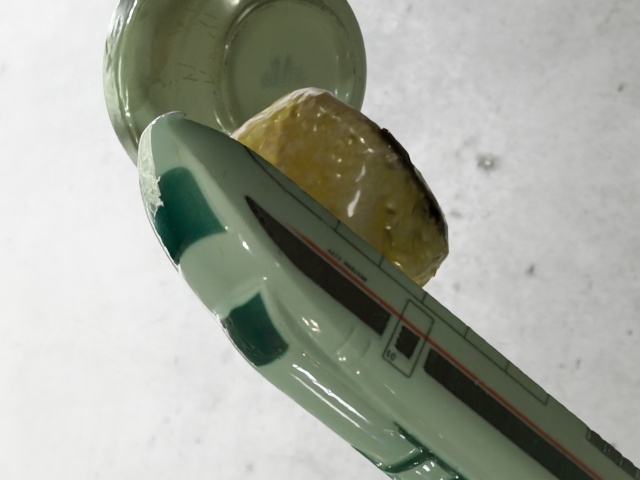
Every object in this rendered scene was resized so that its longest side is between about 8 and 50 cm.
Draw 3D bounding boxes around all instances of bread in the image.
[{"bbox_3d":[-0.003,0.000,0.902,0.170,0.197,0.197,-42,45,1],"label":"bread"}]

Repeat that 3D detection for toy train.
[{"bbox_3d":[0.040,0.084,0.758,0.086,0.407,0.088,-34,21,49],"label":"toy train"}]

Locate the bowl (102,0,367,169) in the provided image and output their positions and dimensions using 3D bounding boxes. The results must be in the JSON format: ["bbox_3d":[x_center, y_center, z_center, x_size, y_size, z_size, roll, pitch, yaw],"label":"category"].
[{"bbox_3d":[-0.072,-0.180,1.389,0.163,0.307,0.307,14,91,57],"label":"bowl"}]
